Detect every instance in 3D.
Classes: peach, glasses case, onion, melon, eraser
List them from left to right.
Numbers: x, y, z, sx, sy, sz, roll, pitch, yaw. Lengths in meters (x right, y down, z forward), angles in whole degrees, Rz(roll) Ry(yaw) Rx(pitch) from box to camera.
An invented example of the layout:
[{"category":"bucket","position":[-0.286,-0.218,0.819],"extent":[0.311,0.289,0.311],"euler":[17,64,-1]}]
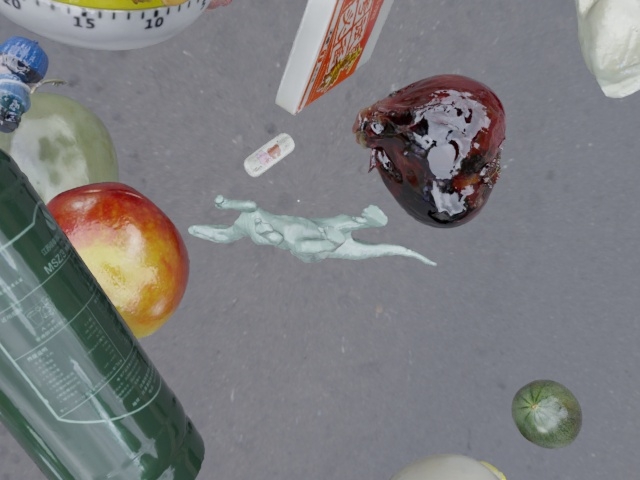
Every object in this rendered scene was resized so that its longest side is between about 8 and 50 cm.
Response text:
[{"category":"melon","position":[-0.527,-0.147,1.340],"extent":[0.272,0.272,0.308],"euler":[-39,94,1]},{"category":"peach","position":[-0.256,0.023,0.841],"extent":[0.190,0.190,0.192],"euler":[-1,62,-2]},{"category":"glasses case","position":[-0.075,-0.125,1.001],"extent":[0.083,0.021,0.032],"euler":[-37,96,-9]},{"category":"eraser","position":[0.031,-0.265,0.849],"extent":[0.038,0.230,0.157],"euler":[31,130,9]},{"category":"onion","position":[0.212,-0.153,1.206],"extent":[0.281,0.221,0.281],"euler":[-1,117,-3]},{"category":"melon","position":[0.393,0.302,1.180],"extent":[0.114,0.167,0.114],"euler":[-15,56,23]}]

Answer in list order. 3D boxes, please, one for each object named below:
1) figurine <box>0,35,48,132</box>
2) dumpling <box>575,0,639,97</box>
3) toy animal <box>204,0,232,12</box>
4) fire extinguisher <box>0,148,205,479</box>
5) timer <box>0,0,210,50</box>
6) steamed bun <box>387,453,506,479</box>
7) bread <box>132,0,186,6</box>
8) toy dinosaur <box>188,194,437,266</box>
[{"category":"figurine","position":[-0.464,-0.239,1.023],"extent":[0.086,0.087,0.149],"euler":[29,50,-39]},{"category":"dumpling","position":[0.618,-0.415,1.377],"extent":[0.179,0.131,0.252],"euler":[-13,108,24]},{"category":"toy animal","position":[-0.188,-0.433,0.959],"extent":[0.229,0.210,0.221],"euler":[-28,111,2]},{"category":"fire extinguisher","position":[-0.183,0.038,0.416],"extent":[0.095,0.114,0.311],"euler":[-25,115,4]},{"category":"timer","position":[-0.211,-0.349,0.640],"extent":[0.285,0.285,0.285],"euler":[0,93,-2]},{"category":"steamed bun","position":[0.259,0.621,1.407],"extent":[0.334,0.374,0.334],"euler":[1,116,2]},{"category":"bread","position":[-0.074,-0.227,0.495],"extent":[0.187,0.103,0.065],"euler":[-48,133,-35]},{"category":"toy dinosaur","position":[0.000,0.000,0.720],"extent":[0.242,0.167,0.053],"euler":[13,72,-26]}]
